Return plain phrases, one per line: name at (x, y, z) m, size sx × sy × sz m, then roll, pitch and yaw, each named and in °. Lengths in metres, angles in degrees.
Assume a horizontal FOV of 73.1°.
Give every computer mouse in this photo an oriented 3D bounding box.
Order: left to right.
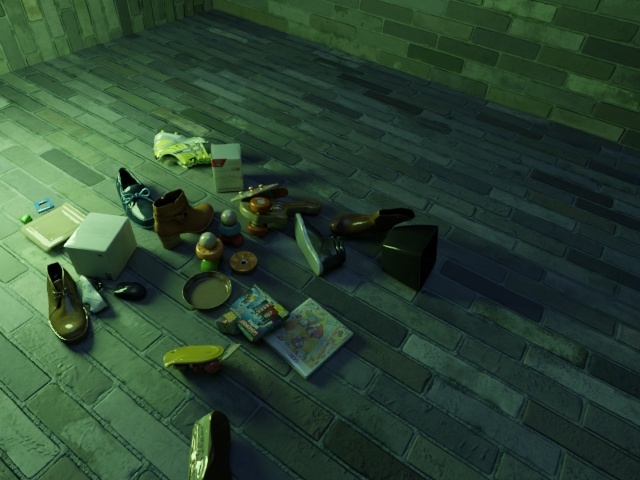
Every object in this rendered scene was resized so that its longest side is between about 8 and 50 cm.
computer mouse at (-0.722, 0.157, 1.503) m, size 0.242 × 0.041 × 0.071 m, roll 10°, pitch 46°, yaw 5°

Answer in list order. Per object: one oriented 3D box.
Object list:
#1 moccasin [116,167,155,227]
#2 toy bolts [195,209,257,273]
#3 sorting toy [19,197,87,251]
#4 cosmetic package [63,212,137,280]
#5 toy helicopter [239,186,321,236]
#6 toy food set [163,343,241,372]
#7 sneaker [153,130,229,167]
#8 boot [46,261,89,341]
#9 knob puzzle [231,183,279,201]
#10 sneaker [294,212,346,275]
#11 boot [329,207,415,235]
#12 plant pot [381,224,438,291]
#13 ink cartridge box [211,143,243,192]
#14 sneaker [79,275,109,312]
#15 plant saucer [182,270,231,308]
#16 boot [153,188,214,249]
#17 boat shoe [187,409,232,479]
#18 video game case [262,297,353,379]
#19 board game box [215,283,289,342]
moccasin at (-0.774, -0.180, 1.782) m, size 0.137 × 0.117 × 0.342 m, roll -30°, pitch 55°, yaw -31°
toy bolts at (-0.336, -0.001, 1.616) m, size 0.218 × 0.159 × 0.229 m, roll 8°, pitch 45°, yaw 2°
sorting toy at (-1.018, -0.047, 1.678) m, size 0.347 × 0.047 × 0.196 m, roll 29°, pitch 54°, yaw 22°
cosmetic package at (-0.783, 0.020, 1.556) m, size 0.151 × 0.151 × 0.184 m, roll 8°, pitch 43°, yaw 2°
toy helicopter at (-0.169, -0.146, 1.830) m, size 0.354 × 0.140 × 0.235 m, roll -5°, pitch 36°, yaw -25°
toy food set at (-0.356, 0.368, 1.294) m, size 0.217 × 0.071 × 0.128 m, roll -3°, pitch 7°, yaw 5°
sneaker at (-0.592, -0.407, 2.046) m, size 0.384 × 0.145 × 0.147 m, roll 6°, pitch 75°, yaw -3°
boot at (-0.840, 0.194, 1.403) m, size 0.112 × 0.115 × 0.305 m, roll -20°, pitch 52°, yaw -27°
knob puzzle at (-0.268, -0.216, 1.820) m, size 0.213 × 0.030 × 0.213 m, roll -17°, pitch 13°, yaw 4°
sneaker at (0.000, 0.001, 1.695) m, size 0.146 × 0.105 × 0.296 m, roll -14°, pitch 54°, yaw -21°
boot at (0.190, -0.070, 1.669) m, size 0.264 × 0.280 × 0.096 m, roll 5°, pitch 84°, yaw -11°
plant pot at (0.331, 0.047, 1.631) m, size 0.166 × 0.188 × 0.188 m, roll 17°, pitch 45°, yaw 28°
ink cartridge box at (-0.414, -0.322, 1.922) m, size 0.128 × 0.176 × 0.127 m, roll -5°, pitch 43°, yaw -12°
sneaker at (-0.778, 0.179, 1.453) m, size 0.061 × 0.054 × 0.152 m, roll -41°, pitch 68°, yaw -12°
plant saucer at (-0.397, 0.179, 1.521) m, size 0.168 × 0.029 × 0.168 m, roll 2°, pitch 45°, yaw -2°
boot at (-0.529, -0.121, 1.673) m, size 0.109 × 0.220 × 0.283 m, roll 31°, pitch 50°, yaw 24°
boat shoe at (-0.286, 0.582, 1.091) m, size 0.089 × 0.104 × 0.285 m, roll -29°, pitch 37°, yaw 19°
video game case at (-0.040, 0.314, 1.423) m, size 0.206 × 0.026 × 0.227 m, roll 36°, pitch 52°, yaw 27°
board game box at (-0.233, 0.257, 1.423) m, size 0.194 × 0.060 × 0.194 m, roll -32°, pitch 47°, yaw -28°
